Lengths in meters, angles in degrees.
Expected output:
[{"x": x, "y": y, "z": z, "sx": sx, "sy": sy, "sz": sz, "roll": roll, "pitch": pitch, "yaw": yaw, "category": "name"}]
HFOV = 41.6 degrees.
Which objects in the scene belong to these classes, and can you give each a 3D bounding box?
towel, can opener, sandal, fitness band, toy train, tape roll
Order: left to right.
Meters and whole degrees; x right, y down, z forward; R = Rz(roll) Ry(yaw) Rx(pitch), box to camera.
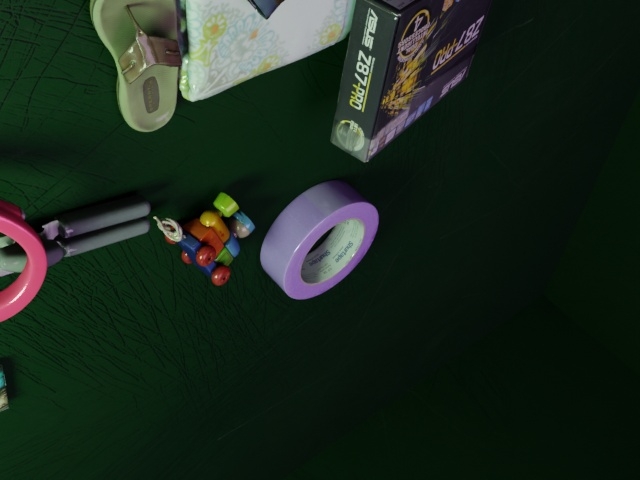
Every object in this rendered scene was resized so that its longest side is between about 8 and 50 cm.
[{"x": -0.524, "y": 0.020, "z": 1.156, "sx": 0.291, "sy": 0.054, "sz": 0.209, "roll": 24, "pitch": 112, "yaw": -40, "category": "fitness band"}, {"x": -0.394, "y": -0.001, "z": 1.355, "sx": 0.280, "sy": 0.093, "sz": 0.074, "roll": -23, "pitch": 138, "yaw": -39, "category": "can opener"}, {"x": -0.243, "y": -0.260, "z": 1.207, "sx": 0.120, "sy": 0.086, "sz": 0.302, "roll": -27, "pitch": 149, "yaw": -17, "category": "sandal"}, {"x": -0.209, "y": -0.033, "z": 1.556, "sx": 0.143, "sy": 0.105, "sz": 0.248, "roll": -50, "pitch": 153, "yaw": -14, "category": "toy train"}, {"x": -0.075, "y": -0.411, "z": 1.254, "sx": 0.321, "sy": 0.090, "sz": 0.374, "roll": -26, "pitch": 146, "yaw": -27, "category": "towel"}, {"x": 0.000, "y": 0.000, "z": 1.881, "sx": 0.275, "sy": 0.090, "sz": 0.274, "roll": -32, "pitch": 149, "yaw": -22, "category": "tape roll"}]

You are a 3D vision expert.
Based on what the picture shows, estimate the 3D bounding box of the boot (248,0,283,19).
[{"x": -0.083, "y": -0.377, "z": 1.117, "sx": 0.106, "sy": 0.082, "sz": 0.219, "roll": -50, "pitch": 152, "yaw": 6, "category": "boot"}]

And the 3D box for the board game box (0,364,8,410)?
[{"x": -0.640, "y": 0.292, "z": 1.465, "sx": 0.186, "sy": 0.026, "sz": 0.126, "roll": -26, "pitch": 145, "yaw": -33, "category": "board game box"}]

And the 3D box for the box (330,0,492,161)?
[{"x": 0.183, "y": -0.369, "z": 1.557, "sx": 0.395, "sy": 0.097, "sz": 0.318, "roll": -41, "pitch": 157, "yaw": -38, "category": "box"}]
